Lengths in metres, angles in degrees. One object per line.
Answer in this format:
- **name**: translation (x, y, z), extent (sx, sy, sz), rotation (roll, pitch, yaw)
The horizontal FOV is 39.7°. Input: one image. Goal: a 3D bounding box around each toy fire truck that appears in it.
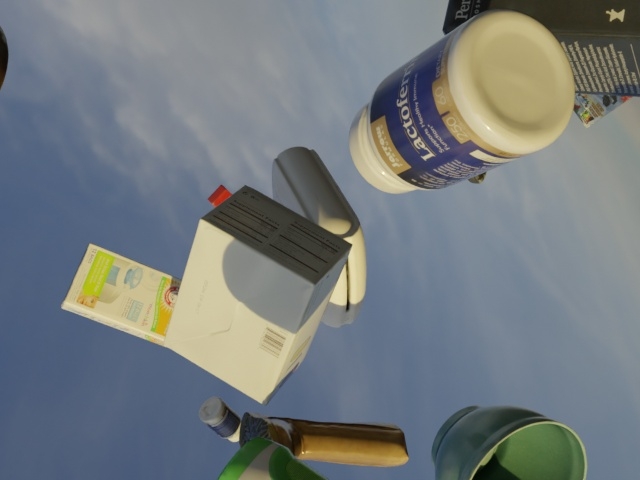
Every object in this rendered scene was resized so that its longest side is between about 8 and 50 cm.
- **toy fire truck**: translation (-0.156, -0.033, 1.958), extent (0.135, 0.047, 0.192), rotation (38, 173, 37)

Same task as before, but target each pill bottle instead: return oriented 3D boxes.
- **pill bottle**: translation (0.145, -0.141, 1.000), extent (0.153, 0.264, 0.153), rotation (5, -103, -24)
- **pill bottle**: translation (-0.226, 0.421, 2.069), extent (0.120, 0.067, 0.067), rotation (53, -161, -41)

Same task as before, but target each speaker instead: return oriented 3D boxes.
- **speaker**: translation (0.016, 0.353, 1.023), extent (0.296, 0.131, 0.131), rotation (31, -163, 18)

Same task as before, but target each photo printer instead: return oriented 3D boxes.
- **photo printer**: translation (0.000, 0.000, 1.739), extent (0.308, 0.107, 0.256), rotation (-120, 21, -45)

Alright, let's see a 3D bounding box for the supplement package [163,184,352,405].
- **supplement package**: translation (-0.102, 0.087, 1.403), extent (0.204, 0.262, 0.145), rotation (29, -145, 11)

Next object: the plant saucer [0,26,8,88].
- **plant saucer**: translation (-0.483, -0.158, 0.940), extent (0.050, 0.310, 0.311), rotation (66, -173, -52)

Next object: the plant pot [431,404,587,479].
- **plant pot**: translation (0.338, 0.439, 1.723), extent (0.293, 0.293, 0.196), rotation (40, 177, -32)

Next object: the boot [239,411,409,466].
- **boot**: translation (0.019, 0.335, 1.446), extent (0.269, 0.089, 0.236), rotation (9, -175, -16)

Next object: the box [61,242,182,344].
- **box**: translation (-0.331, 0.099, 1.544), extent (0.203, 0.103, 0.114), rotation (24, -106, -14)

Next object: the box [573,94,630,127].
- **box**: translation (0.431, -0.264, 1.434), extent (0.137, 0.094, 0.027), rotation (54, -151, -2)

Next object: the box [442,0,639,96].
- **box**: translation (0.406, -0.370, 1.210), extent (0.212, 0.395, 0.294), rotation (28, -108, -60)

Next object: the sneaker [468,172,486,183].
- **sneaker**: translation (0.289, -0.238, 1.983), extent (0.267, 0.106, 0.101), rotation (58, -138, -24)
